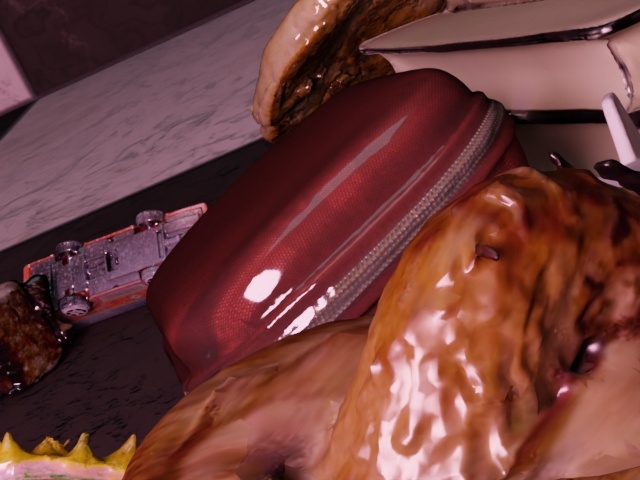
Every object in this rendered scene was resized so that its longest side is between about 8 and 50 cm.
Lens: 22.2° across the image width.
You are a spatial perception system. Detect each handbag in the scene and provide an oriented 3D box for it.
[{"bbox_3d":[0.216,-0.139,1.216,0.236,0.160,0.358,-25,14,-21],"label":"handbag"}]

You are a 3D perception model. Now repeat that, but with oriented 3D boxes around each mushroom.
[{"bbox_3d":[0.068,0.101,0.641,0.283,0.195,0.263,-48,30,-13],"label":"mushroom"}]

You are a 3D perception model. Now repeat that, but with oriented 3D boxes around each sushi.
[{"bbox_3d":[-0.276,0.087,1.396,0.094,0.084,0.098,-15,15,43],"label":"sushi"}]

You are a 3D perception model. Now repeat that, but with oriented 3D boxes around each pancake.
[{"bbox_3d":[0.081,-0.193,1.431,0.356,0.065,0.356,-32,-22,-14],"label":"pancake"}]

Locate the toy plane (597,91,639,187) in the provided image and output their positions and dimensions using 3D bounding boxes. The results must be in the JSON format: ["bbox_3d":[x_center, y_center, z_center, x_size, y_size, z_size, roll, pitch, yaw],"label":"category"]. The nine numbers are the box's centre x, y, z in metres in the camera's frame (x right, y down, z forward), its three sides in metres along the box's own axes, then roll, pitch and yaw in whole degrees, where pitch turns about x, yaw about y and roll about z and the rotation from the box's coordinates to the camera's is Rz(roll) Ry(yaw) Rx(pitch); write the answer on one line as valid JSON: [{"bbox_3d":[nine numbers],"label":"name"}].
[{"bbox_3d":[0.179,0.004,0.898,0.252,0.118,0.252,-30,14,8],"label":"toy plane"}]

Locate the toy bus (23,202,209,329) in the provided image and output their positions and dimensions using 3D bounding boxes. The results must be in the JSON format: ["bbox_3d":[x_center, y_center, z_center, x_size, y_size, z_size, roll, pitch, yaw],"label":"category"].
[{"bbox_3d":[-0.166,0.026,1.425,0.192,0.065,0.077,-19,-26,23],"label":"toy bus"}]

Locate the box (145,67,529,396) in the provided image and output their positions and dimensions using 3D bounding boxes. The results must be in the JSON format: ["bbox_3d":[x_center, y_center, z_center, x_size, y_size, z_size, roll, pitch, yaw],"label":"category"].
[{"bbox_3d":[0.000,0.000,1.068,0.263,0.108,0.404,-45,9,-3],"label":"box"}]

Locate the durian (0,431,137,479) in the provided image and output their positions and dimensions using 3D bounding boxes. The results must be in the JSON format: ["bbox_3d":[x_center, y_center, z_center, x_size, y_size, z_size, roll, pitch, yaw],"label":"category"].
[{"bbox_3d":[-0.174,0.192,0.824,0.260,0.186,0.154,-19,19,-21],"label":"durian"}]

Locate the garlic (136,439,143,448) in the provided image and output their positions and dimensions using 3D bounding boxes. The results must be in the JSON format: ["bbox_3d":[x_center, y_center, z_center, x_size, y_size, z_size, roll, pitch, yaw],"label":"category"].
[{"bbox_3d":[-0.117,0.173,0.953,0.152,0.066,0.084,-36,-8,-41],"label":"garlic"}]
